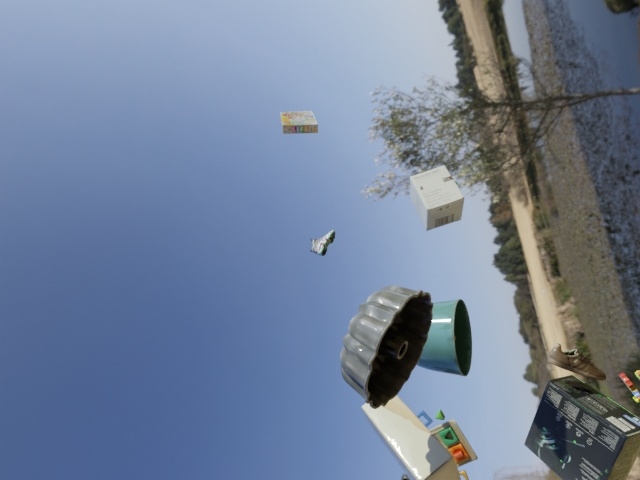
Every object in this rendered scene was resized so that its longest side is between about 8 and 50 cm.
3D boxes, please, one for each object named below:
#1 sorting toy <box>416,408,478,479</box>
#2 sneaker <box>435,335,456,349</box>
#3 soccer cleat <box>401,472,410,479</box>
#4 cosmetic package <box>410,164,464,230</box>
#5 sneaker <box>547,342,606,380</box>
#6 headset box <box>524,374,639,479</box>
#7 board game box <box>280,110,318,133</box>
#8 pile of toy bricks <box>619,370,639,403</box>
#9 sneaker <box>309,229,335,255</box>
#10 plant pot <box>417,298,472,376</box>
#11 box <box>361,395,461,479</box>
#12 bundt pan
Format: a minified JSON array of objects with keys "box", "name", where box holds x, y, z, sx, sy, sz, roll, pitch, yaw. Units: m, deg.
[{"box":[0.539,0.891,1.731,0.347,0.196,0.047,59,-158,11],"name":"sorting toy"},{"box":[0.465,0.379,1.508,0.032,0.083,0.037,60,-179,30],"name":"sneaker"},{"box":[0.472,0.999,1.712,0.121,0.289,0.093,-18,-98,-48],"name":"soccer cleat"},{"box":[0.461,-0.169,1.618,0.151,0.151,0.183,70,-178,-56],"name":"cosmetic package"},{"box":[0.813,0.381,1.266,0.066,0.188,0.071,-160,89,-85],"name":"sneaker"},{"box":[0.804,0.613,1.247,0.131,0.246,0.283,1,-72,-26],"name":"headset box"},{"box":[-0.068,-0.360,1.230,0.154,0.103,0.026,-105,13,-57],"name":"board game box"},{"box":[1.066,0.471,1.318,0.105,0.118,0.212,55,-163,7],"name":"pile of toy bricks"},{"box":[0.000,0.000,1.286,0.098,0.069,0.038,-56,-34,-28],"name":"sneaker"},{"box":[0.457,0.386,1.628,0.293,0.235,0.293,17,-110,-56],"name":"plant pot"},{"box":[0.274,0.628,1.263,0.311,0.121,0.148,38,156,55],"name":"box"},{"box":[0.168,0.263,1.078,0.331,0.124,0.331,-29,-50,-41],"name":"bundt pan"}]
